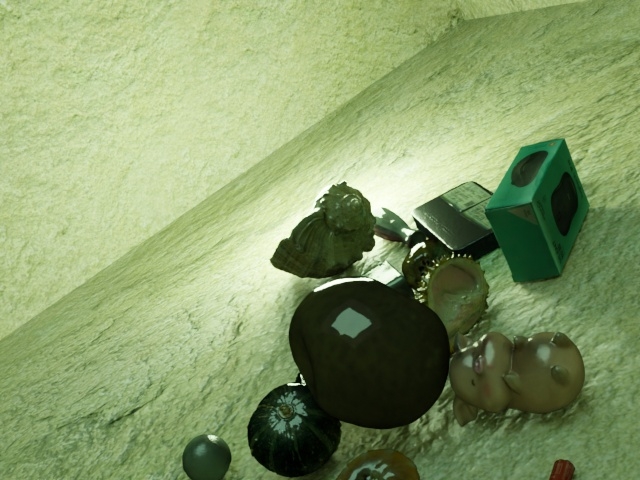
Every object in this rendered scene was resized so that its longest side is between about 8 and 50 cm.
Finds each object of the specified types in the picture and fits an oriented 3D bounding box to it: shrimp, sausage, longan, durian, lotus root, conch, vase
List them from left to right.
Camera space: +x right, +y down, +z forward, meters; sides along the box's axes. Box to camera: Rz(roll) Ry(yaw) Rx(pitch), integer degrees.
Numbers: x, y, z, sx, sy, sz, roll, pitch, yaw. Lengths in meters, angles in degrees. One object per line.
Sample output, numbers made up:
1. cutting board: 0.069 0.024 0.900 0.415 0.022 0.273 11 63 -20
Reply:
1. conch: 0.012 0.011 2.341 0.297 0.210 0.352 -26 -28 -39
2. shrimp: 0.075 0.465 1.406 0.152 0.063 0.287 8 41 18
3. longan: 0.089 0.206 1.628 0.288 0.288 0.350 -33 44 -14
4. vase: 0.215 -0.027 2.343 0.086 0.086 0.214 -33 27 -14
5. lotus root: 0.258 0.062 1.981 0.123 0.124 0.241 -45 -7 11
6. durian: 0.258 0.137 1.799 0.249 0.183 0.138 -42 6 -30
7. sausage: 0.363 0.396 1.305 0.034 0.034 0.129 -10 28 37

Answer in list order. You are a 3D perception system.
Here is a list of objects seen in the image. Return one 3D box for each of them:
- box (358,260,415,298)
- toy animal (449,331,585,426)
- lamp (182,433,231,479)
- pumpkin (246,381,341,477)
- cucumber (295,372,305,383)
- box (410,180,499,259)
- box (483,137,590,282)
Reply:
1. box: 0.158 0.123 2.051 0.124 0.093 0.172 -31 22 -7
2. toy animal: 0.348 0.235 1.514 0.250 0.154 0.166 -7 49 33
3. lamp: -0.237 0.457 1.763 0.105 0.105 0.105 -23 23 10
4. pumpkin: -0.050 0.371 1.662 0.190 0.146 0.190 -8 62 16
5. cucumber: -0.035 0.346 1.847 0.052 0.058 0.215 18 23 -6
6. box: 0.387 -0.054 2.230 0.211 0.058 0.350 -27 22 -3
7. box: 0.506 -0.074 1.945 0.118 0.205 0.311 -12 25 39
